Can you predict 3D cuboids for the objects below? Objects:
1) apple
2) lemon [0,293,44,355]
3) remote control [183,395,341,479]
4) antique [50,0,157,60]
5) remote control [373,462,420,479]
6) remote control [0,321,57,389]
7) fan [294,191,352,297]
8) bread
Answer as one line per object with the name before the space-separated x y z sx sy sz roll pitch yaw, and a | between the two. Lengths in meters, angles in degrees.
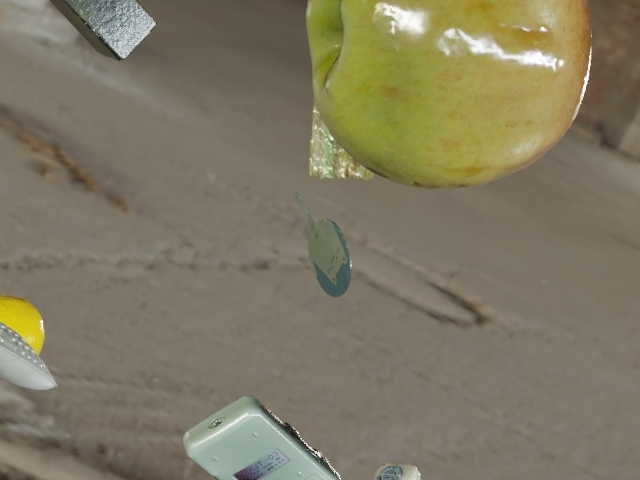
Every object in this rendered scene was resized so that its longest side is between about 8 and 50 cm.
apple | 0.133 -0.226 1.669 0.305 0.338 0.338 -11 24 -16
lemon | -0.457 0.130 2.056 0.114 0.114 0.155 35 15 37
remote control | -0.080 0.345 2.249 0.296 0.140 0.056 48 15 -43
antique | -0.336 -0.358 2.043 0.221 0.081 0.080 48 -13 -32
remote control | 0.091 0.366 2.080 0.074 0.122 0.032 -6 -53 43
remote control | -0.325 0.098 1.408 0.073 0.044 0.229 47 0 29
fan | 0.000 0.000 2.087 0.005 0.113 0.175 -11 59 -30
bread | 0.045 -0.171 2.091 0.102 0.138 0.196 6 17 6
